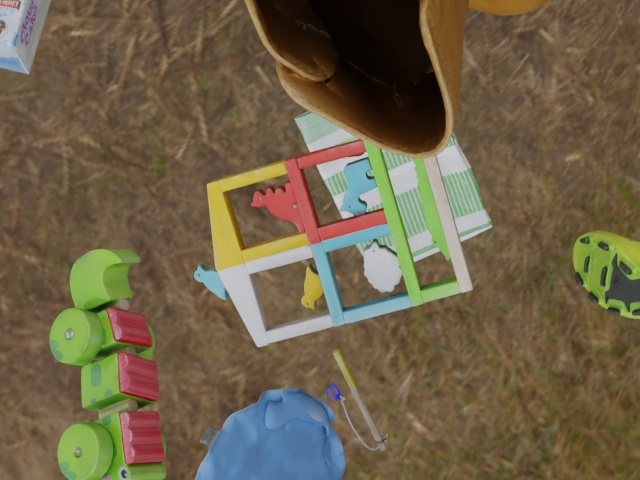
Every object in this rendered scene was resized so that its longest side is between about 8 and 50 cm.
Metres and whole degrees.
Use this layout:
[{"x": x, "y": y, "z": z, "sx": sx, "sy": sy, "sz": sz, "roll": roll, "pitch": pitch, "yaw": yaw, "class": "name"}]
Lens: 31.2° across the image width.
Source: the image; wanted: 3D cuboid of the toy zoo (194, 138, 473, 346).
[{"x": 0.000, "y": 0.000, "z": 1.250, "sx": 0.293, "sy": 0.030, "sz": 0.192, "roll": -15, "pitch": 98, "yaw": 9, "class": "toy zoo"}]

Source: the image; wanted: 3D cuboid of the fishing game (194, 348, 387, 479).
[{"x": -0.051, "y": 0.220, "z": 1.022, "sx": 0.041, "sy": 0.264, "sz": 0.189, "roll": 14, "pitch": 144, "yaw": 45, "class": "fishing game"}]

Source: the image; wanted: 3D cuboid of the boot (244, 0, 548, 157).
[{"x": 0.041, "y": -0.120, "z": 0.514, "sx": 0.104, "sy": 0.211, "sz": 0.295, "roll": -22, "pitch": 145, "yaw": 28, "class": "boot"}]

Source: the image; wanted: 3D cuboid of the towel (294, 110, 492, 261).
[{"x": 0.135, "y": -0.118, "z": 1.980, "sx": 0.248, "sy": 0.038, "sz": 0.325, "roll": -25, "pitch": 108, "yaw": 3, "class": "towel"}]

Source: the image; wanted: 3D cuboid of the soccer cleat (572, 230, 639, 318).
[{"x": 0.415, "y": 0.046, "z": 1.334, "sx": 0.289, "sy": 0.121, "sz": 0.093, "roll": 19, "pitch": 116, "yaw": 57, "class": "soccer cleat"}]

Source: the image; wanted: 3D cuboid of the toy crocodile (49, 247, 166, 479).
[{"x": -0.229, "y": 0.174, "z": 1.306, "sx": 0.105, "sy": 0.115, "sz": 0.341, "roll": -23, "pitch": 66, "yaw": 30, "class": "toy crocodile"}]

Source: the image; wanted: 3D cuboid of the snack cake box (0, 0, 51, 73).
[{"x": -0.466, "y": -0.311, "z": 1.384, "sx": 0.264, "sy": 0.152, "sz": 0.089, "roll": 12, "pitch": 165, "yaw": 3, "class": "snack cake box"}]
